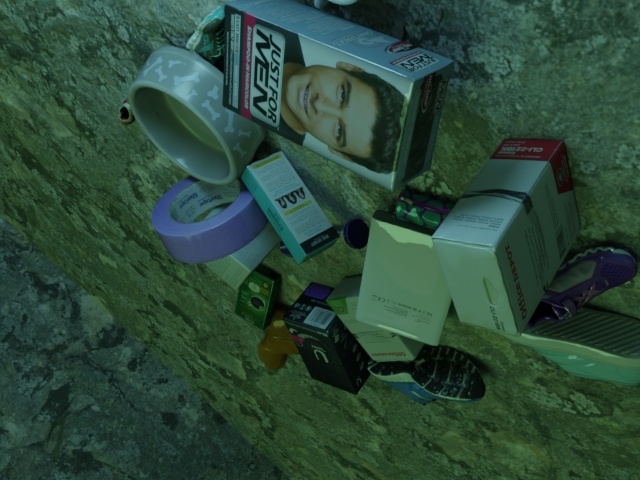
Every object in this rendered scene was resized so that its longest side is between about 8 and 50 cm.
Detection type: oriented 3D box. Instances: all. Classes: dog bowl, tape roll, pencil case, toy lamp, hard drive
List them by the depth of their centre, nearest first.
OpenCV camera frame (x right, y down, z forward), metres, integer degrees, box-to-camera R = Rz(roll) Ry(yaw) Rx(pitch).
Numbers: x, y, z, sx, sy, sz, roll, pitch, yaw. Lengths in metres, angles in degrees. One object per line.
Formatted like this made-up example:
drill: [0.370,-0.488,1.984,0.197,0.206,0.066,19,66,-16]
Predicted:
pencil case: [0.221,-0.055,1.382,0.152,0.064,0.070,18,167,31]
hard drive: [0.192,0.089,1.523,0.203,0.040,0.307,17,131,12]
dog bowl: [-0.287,-0.266,1.579,0.349,0.102,0.349,31,155,16]
tape roll: [-0.262,-0.069,1.671,0.275,0.275,0.090,12,137,37]
toy lamp: [0.000,0.000,1.674,0.275,0.080,0.080,-9,124,48]

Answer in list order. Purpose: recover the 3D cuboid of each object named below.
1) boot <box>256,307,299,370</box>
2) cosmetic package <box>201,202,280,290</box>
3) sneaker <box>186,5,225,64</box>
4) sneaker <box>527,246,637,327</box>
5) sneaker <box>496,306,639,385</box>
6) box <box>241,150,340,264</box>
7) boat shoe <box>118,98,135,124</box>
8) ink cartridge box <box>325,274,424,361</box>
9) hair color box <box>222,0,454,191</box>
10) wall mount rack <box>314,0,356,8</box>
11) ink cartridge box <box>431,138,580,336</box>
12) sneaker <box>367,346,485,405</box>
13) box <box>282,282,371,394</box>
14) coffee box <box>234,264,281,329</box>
boot: [-0.094,0.329,2.149,0.211,0.104,0.295,18,138,32]
cosmetic package: [-0.229,0.002,1.841,0.184,0.151,0.151,41,148,-2]
sneaker: [-0.212,-0.412,1.407,0.076,0.065,0.166,43,158,-12]
sneaker: [0.443,0.092,1.229,0.236,0.104,0.095,-20,125,21]
sneaker: [0.465,0.201,1.378,0.366,0.135,0.150,20,140,31]
box: [-0.069,-0.075,1.564,0.244,0.100,0.060,57,151,10]
boat shoe: [-0.508,-0.334,1.823,0.049,0.043,0.137,45,149,-11]
ink cartridge box: [0.144,0.194,1.741,0.160,0.092,0.219,-13,121,51]
hair color box: [0.011,-0.247,1.113,0.374,0.113,0.185,30,132,28]
wall mount rack: [-0.040,-0.526,1.030,0.350,0.130,0.304,35,151,8]
ink cartridge box: [0.313,-0.010,1.144,0.114,0.273,0.197,9,136,40]
sneaker: [0.285,0.352,1.789,0.330,0.130,0.147,7,150,46]
box: [0.034,0.270,1.904,0.165,0.143,0.270,12,139,38]
coffee box: [-0.185,0.160,2.033,0.113,0.040,0.184,27,122,22]
